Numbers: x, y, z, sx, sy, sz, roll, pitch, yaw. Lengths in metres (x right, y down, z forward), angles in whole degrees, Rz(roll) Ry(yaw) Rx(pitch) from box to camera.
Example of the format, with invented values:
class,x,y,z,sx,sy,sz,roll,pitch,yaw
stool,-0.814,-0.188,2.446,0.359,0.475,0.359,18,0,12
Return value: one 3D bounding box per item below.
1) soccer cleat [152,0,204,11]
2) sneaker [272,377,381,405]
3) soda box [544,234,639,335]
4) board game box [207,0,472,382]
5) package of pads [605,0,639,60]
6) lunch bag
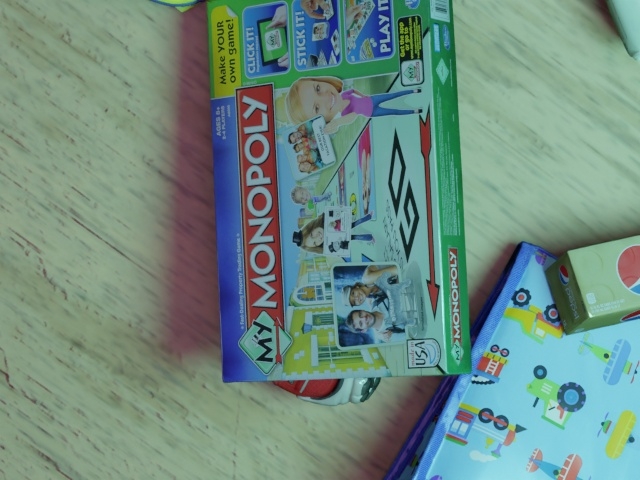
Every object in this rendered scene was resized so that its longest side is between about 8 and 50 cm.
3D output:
class,x,y,z,sx,sy,sz,roll,pitch,yaw
soccer cleat,-0.079,-0.246,1.600,0.289,0.093,0.121,0,128,-7
sneaker,0.000,0.000,1.618,0.118,0.107,0.279,5,93,11
soda box,0.286,0.027,1.620,0.181,0.058,0.061,-12,74,-17
board game box,0.012,-0.047,1.543,0.213,0.046,0.317,-5,86,32
package of pads,0.345,-0.312,1.570,0.296,0.101,0.229,-23,98,12
lunch bag,0.211,0.157,1.642,0.221,0.138,0.293,29,84,-4
